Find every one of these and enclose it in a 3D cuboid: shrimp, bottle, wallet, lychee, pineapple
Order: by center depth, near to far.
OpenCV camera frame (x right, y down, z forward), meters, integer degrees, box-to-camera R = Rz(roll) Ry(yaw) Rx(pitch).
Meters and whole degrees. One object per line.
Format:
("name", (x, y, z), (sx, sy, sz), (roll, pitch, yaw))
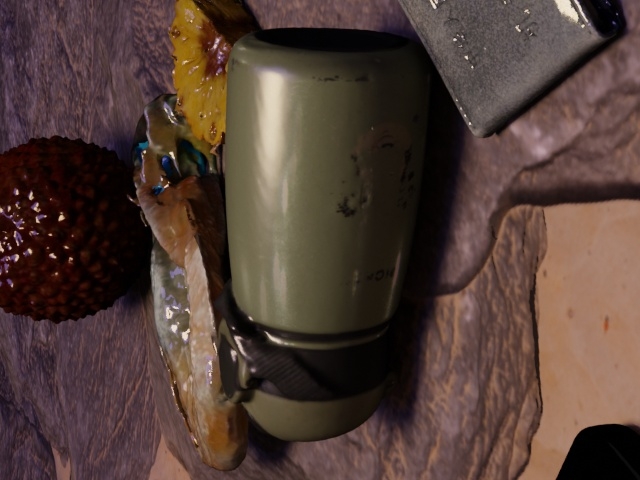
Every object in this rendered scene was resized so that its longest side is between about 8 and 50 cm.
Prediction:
("wallet", (0.107, -0.201, 0.842), (0.222, 0.036, 0.167), (63, 148, 8))
("bottle", (-0.002, 0.001, 0.988), (0.168, 0.168, 0.347), (33, 123, 58))
("pineapple", (-0.110, -0.169, 1.275), (0.233, 0.079, 0.135), (66, 147, 36))
("shrimp", (-0.142, 0.035, 1.292), (0.221, 0.109, 0.446), (107, 152, -64))
("lychee", (-0.357, -0.016, 1.590), (0.264, 0.300, 0.264), (2, 97, 18))

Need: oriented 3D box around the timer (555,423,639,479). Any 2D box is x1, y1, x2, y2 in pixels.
("timer", (0.185, 0.226, 0.762), (0.144, 0.055, 0.187), (55, 137, 47))
